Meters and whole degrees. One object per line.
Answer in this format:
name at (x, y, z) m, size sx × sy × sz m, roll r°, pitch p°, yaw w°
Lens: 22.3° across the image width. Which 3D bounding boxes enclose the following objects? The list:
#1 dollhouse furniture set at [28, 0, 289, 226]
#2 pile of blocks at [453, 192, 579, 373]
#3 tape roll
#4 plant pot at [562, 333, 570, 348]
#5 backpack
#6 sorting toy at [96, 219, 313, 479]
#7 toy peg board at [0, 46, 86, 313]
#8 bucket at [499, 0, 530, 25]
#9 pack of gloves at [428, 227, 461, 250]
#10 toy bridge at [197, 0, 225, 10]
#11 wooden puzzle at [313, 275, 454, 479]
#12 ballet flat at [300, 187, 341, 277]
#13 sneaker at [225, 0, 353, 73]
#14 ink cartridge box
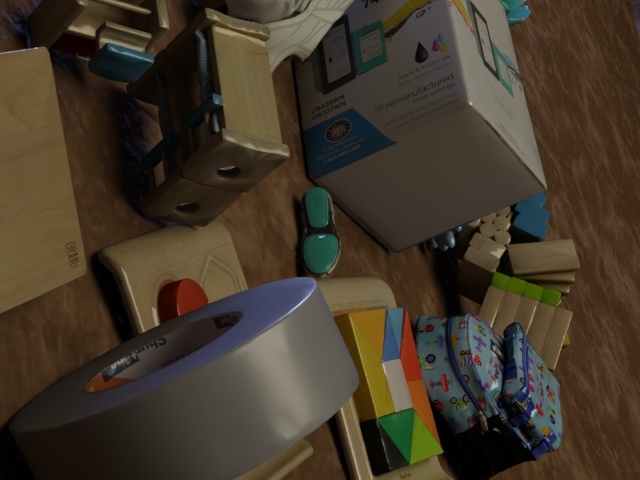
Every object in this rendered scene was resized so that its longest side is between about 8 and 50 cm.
dollhouse furniture set at (-0.143, -0.109, 1.297) m, size 0.184 × 0.129 × 0.129 m, roll 13°, pitch 55°, yaw -36°
pile of blocks at (0.225, 0.020, 1.984) m, size 0.112 × 0.149 × 0.362 m, roll 98°, pitch -12°, yaw -60°
tape roll at (-0.087, 0.102, 1.050) m, size 0.072 × 0.219 × 0.219 m, roll 65°, pitch 21°, yaw -8°
plant pot at (0.253, 0.108, 2.052) m, size 0.083 × 0.081 × 0.081 m, roll 6°, pitch 64°, yaw -55°
backpack at (0.176, 0.152, 1.774) m, size 0.173 × 0.117 × 0.158 m, roll 55°, pitch 23°, yaw -22°
sorting toy at (-0.066, 0.087, 1.359) m, size 0.229 × 0.041 × 0.307 m, roll 68°, pitch 21°, yaw -1°
toy peg board at (-0.235, -0.037, 1.059) m, size 0.161 × 0.079 × 0.160 m, roll -30°, pitch 113°, yaw -68°
bucket at (0.132, -0.367, 2.080) m, size 0.281 × 0.183 × 0.281 m, roll 49°, pitch 29°, yaw -39°
pack of gloves at (0.146, -0.115, 1.931) m, size 0.046 × 0.195 × 0.232 m, roll 8°, pitch 53°, yaw -22°
toy bridge at (-0.146, -0.314, 1.580) m, size 0.188 × 0.026 × 0.063 m, roll 57°, pitch 22°, yaw -26°
wooden puzzle at (0.061, 0.144, 1.604) m, size 0.221 × 0.044 × 0.238 m, roll 0°, pitch 70°, yaw -67°
ballet flat at (0.000, 0.000, 1.611) m, size 0.041 × 0.041 × 0.114 m, roll 47°, pitch 30°, yaw -42°
sneaker at (-0.020, -0.254, 1.667) m, size 0.292 × 0.110 × 0.118 m, roll -40°, pitch 144°, yaw -52°
ink cartridge box at (0.102, -0.170, 1.795) m, size 0.197 × 0.198 × 0.270 m, roll 40°, pitch 33°, yaw -48°
